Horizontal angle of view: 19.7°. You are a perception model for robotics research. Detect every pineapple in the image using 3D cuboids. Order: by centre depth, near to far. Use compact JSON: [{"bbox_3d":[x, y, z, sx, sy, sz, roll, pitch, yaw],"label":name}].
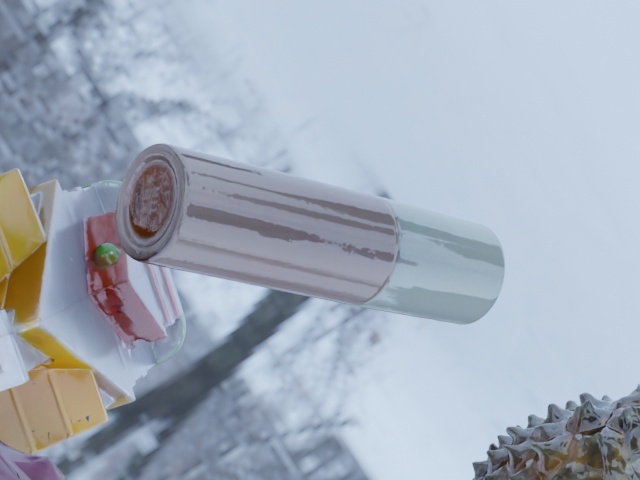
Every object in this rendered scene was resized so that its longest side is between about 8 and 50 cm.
[{"bbox_3d":[0.145,0.219,1.321,0.175,0.175,0.361,57,142,2],"label":"pineapple"}]

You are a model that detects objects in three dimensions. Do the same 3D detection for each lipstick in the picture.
[{"bbox_3d":[0.000,0.000,1.118,0.254,0.070,0.070,13,-152,-39],"label":"lipstick"}]

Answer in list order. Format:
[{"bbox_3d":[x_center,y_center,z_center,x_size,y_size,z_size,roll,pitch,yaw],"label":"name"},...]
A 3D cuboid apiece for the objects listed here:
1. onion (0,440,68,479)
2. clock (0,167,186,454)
[{"bbox_3d":[-0.116,0.110,0.582,0.173,0.198,0.135,44,136,33],"label":"onion"},{"bbox_3d":[-0.230,0.057,1.159,0.309,0.235,0.166,-54,-55,-83],"label":"clock"}]
